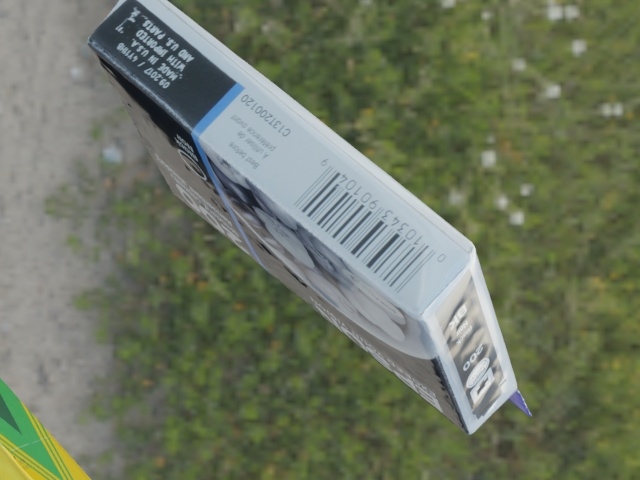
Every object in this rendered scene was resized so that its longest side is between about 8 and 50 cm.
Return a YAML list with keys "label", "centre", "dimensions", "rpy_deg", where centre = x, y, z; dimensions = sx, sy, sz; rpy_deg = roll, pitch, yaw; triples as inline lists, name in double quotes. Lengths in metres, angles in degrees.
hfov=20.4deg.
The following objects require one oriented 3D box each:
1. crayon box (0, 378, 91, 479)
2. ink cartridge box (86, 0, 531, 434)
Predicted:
- label: "crayon box"
  centre: [-0.391, 0.241, 1.428]
  dimensions: [0.313, 0.363, 0.106]
  rpy_deg: [47, 11, 9]
- label: "ink cartridge box"
  centre: [0.000, 0.000, 0.817]
  dimensions: [0.045, 0.206, 0.208]
  rpy_deg: [-46, 154, -9]
